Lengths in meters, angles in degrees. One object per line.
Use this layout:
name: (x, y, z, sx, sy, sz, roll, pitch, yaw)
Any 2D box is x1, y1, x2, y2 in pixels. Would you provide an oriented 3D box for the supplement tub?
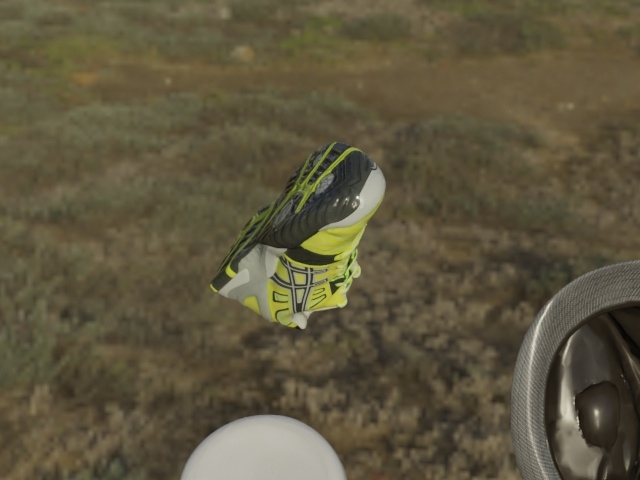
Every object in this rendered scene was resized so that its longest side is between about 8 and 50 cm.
supplement tub: (-0.068, 0.415, 2.151, 0.235, 0.325, 0.235, -2, 58, 4)

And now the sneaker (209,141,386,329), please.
sneaker: (0.000, 0.000, 1.871, 0.147, 0.145, 0.385, 34, -27, -10)

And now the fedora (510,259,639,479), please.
fedora: (0.275, 0.151, 1.422, 0.244, 0.275, 0.124, -17, 7, -14)
